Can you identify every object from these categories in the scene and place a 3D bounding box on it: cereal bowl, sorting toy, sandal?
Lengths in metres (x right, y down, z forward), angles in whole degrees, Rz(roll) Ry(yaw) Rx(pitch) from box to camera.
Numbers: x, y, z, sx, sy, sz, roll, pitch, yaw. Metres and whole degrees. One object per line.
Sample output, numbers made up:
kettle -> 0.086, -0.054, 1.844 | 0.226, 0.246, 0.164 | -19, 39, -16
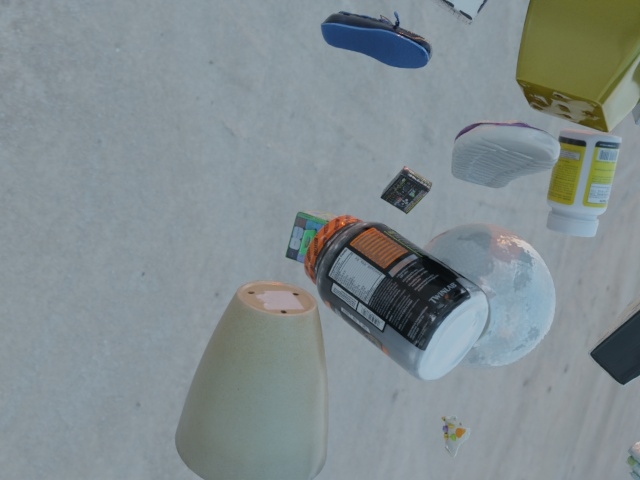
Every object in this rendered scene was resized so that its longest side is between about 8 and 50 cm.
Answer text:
cereal bowl -> 0.332, 0.136, 1.467 | 0.141, 0.339, 0.338 | -20, 121, -51
sorting toy -> 0.290, 0.434, 1.459 | 0.083, 0.045, 0.075 | -155, -107, -81
sandal -> 0.333, -0.183, 1.270 | 0.416, 0.170, 0.102 | 121, -18, -86

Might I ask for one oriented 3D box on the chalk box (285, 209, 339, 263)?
chalk box -> 0.000, 0.000, 1.773 | 0.213, 0.132, 0.132 | -15, 122, -70

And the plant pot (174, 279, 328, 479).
plant pot -> -0.090, 0.214, 1.075 | 0.257, 0.257, 0.273 | -17, 124, -56

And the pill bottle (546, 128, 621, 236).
pill bottle -> 0.532, -0.119, 1.355 | 0.119, 0.119, 0.208 | -14, 115, -56

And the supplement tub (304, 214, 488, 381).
supplement tub -> 0.137, 0.098, 1.289 | 0.207, 0.338, 0.207 | -29, 139, -30

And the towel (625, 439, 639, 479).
towel -> 0.826, 0.509, 1.320 | 0.321, 0.374, 0.090 | 0, 120, -50

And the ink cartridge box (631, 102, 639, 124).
ink cartridge box -> 0.640, -0.313, 1.205 | 0.127, 0.128, 0.176 | 93, -2, -60

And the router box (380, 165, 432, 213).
router box -> 0.235, -0.137, 1.822 | 0.122, 0.092, 0.038 | -49, -168, 49

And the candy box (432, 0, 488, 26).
candy box -> 0.237, -0.508, 1.173 | 0.164, 0.196, 0.070 | -55, 180, 11

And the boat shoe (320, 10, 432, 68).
boat shoe -> 0.126, -0.450, 1.420 | 0.089, 0.258, 0.109 | -56, 162, -28

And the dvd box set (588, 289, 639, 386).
dvd box set -> 0.533, -0.002, 0.850 | 0.421, 0.062, 0.307 | -24, 154, -47

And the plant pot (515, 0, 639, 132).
plant pot -> 0.433, -0.299, 1.071 | 0.212, 0.212, 0.187 | 23, 93, -60
